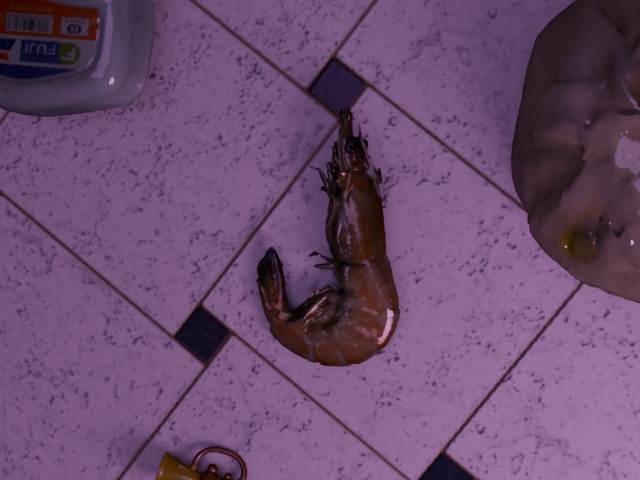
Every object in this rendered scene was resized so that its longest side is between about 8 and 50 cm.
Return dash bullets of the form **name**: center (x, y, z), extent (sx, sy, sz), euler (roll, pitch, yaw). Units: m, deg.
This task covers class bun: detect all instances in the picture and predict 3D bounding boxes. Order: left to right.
- **bun**: center (0.369, -0.102, 1.584), extent (0.365, 0.219, 0.365), euler (1, 93, 15)

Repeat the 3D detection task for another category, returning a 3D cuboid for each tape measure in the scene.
- **tape measure**: center (-0.308, -0.265, 1.777), extent (0.243, 0.125, 0.246), euler (7, 93, 19)

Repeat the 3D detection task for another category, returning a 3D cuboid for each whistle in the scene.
- **whistle**: center (-0.136, 0.277, 1.828), extent (0.109, 0.057, 0.046), euler (11, 141, 3)

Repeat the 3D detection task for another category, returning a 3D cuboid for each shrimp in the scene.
- **shrimp**: center (0.000, 0.000, 1.763), extent (0.169, 0.058, 0.296), euler (-4, 97, 16)
